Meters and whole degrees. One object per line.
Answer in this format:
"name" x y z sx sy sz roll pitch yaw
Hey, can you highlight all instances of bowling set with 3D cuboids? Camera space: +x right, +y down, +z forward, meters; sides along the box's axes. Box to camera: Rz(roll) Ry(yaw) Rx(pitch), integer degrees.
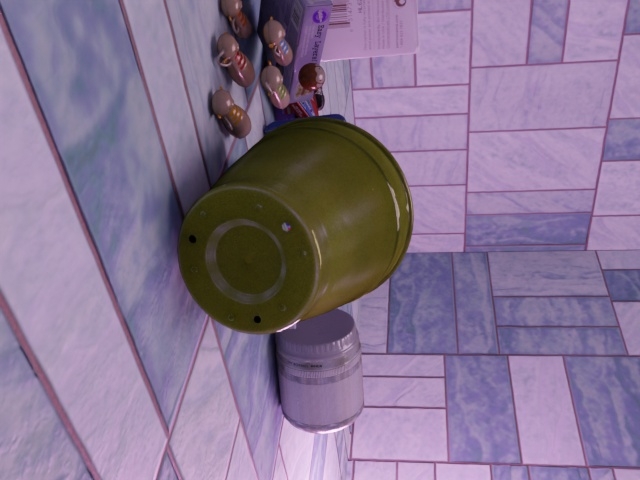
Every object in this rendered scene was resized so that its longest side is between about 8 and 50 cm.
"bowling set" -0.099 -0.348 1.325 0.154 0.200 0.287 52 34 -74

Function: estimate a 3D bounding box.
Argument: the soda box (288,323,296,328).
"soda box" -0.105 0.126 1.602 0.216 0.074 0.069 78 13 -53

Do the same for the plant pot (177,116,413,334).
"plant pot" -0.055 -0.010 1.184 0.353 0.366 0.366 -39 128 -66

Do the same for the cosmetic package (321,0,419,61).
"cosmetic package" 0.093 -0.733 2.002 0.393 0.327 0.329 -96 180 -60

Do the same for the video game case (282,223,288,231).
"video game case" -0.095 -0.037 1.491 0.204 0.025 0.285 -92 162 -81

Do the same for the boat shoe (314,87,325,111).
"boat shoe" -0.014 -0.433 1.989 0.038 0.046 0.125 41 43 -76

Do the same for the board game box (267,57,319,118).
"board game box" -0.066 -0.392 1.786 0.281 0.027 0.145 43 33 -60

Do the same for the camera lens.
"camera lens" -0.001 0.336 1.785 0.219 0.219 0.274 -72 159 -66

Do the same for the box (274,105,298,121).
"box" -0.067 -0.328 1.957 0.293 0.057 0.201 -76 162 -61

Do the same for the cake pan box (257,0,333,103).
"cake pan box" -0.063 -0.473 1.474 0.267 0.070 0.246 105 -33 -52

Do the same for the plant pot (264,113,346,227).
"plant pot" -0.019 -0.176 1.716 0.236 0.236 0.212 68 17 -66

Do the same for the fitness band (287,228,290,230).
"fitness band" -0.059 -0.009 2.023 0.291 0.054 0.209 73 21 -59
